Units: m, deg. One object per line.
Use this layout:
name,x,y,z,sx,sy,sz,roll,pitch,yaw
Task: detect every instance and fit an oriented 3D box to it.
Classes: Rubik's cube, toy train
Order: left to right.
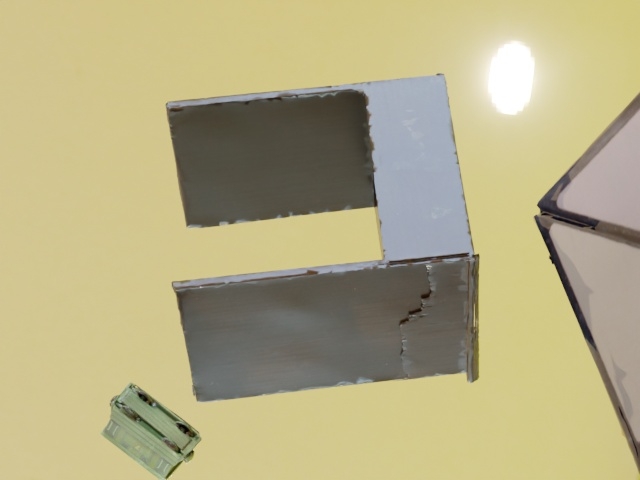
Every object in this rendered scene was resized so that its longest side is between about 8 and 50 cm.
toy train,-0.158,0.177,1.597,0.038,0.093,0.056,-47,-9,-49
Rubik's cube,0.410,0.016,1.462,0.307,0.305,0.310,2,-125,-34

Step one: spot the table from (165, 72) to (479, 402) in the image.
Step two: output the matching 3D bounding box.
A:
table,0.000,0.000,1.707,0.196,0.282,0.250,85,178,-50

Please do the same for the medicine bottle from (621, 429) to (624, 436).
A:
medicine bottle,0.368,0.115,1.846,0.096,0.096,0.192,-10,-78,-52
